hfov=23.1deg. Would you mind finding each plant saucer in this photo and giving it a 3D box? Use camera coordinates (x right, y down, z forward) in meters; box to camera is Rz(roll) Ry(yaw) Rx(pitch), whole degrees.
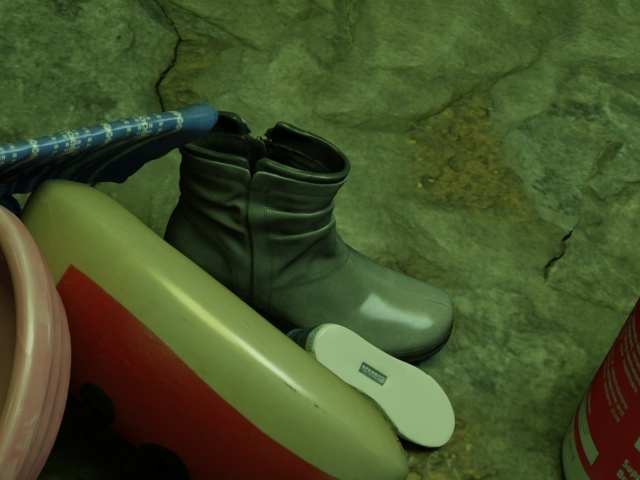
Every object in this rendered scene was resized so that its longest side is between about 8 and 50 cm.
[{"bbox_3d":[-0.324,0.127,1.344,0.084,0.332,0.332,23,32,-43],"label":"plant saucer"}]

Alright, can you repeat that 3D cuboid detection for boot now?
[{"bbox_3d":[0.000,0.000,1.620,0.338,0.223,0.118,13,43,-6],"label":"boot"},{"bbox_3d":[0.049,0.145,1.605,0.190,0.086,0.069,40,71,-20],"label":"boot"}]

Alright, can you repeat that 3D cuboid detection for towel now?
[{"bbox_3d":[-0.284,-0.061,1.474,0.336,0.243,0.040,-16,89,-32],"label":"towel"}]

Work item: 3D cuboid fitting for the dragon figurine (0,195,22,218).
[{"bbox_3d":[-0.355,0.000,1.597,0.289,0.085,0.144,26,44,6],"label":"dragon figurine"}]

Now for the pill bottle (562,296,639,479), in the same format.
[{"bbox_3d":[0.402,0.118,1.506,0.229,0.408,0.229,10,44,-9],"label":"pill bottle"}]

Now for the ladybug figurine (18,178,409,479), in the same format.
[{"bbox_3d":[-0.117,0.123,1.444,0.449,0.305,0.162,37,85,11],"label":"ladybug figurine"}]
